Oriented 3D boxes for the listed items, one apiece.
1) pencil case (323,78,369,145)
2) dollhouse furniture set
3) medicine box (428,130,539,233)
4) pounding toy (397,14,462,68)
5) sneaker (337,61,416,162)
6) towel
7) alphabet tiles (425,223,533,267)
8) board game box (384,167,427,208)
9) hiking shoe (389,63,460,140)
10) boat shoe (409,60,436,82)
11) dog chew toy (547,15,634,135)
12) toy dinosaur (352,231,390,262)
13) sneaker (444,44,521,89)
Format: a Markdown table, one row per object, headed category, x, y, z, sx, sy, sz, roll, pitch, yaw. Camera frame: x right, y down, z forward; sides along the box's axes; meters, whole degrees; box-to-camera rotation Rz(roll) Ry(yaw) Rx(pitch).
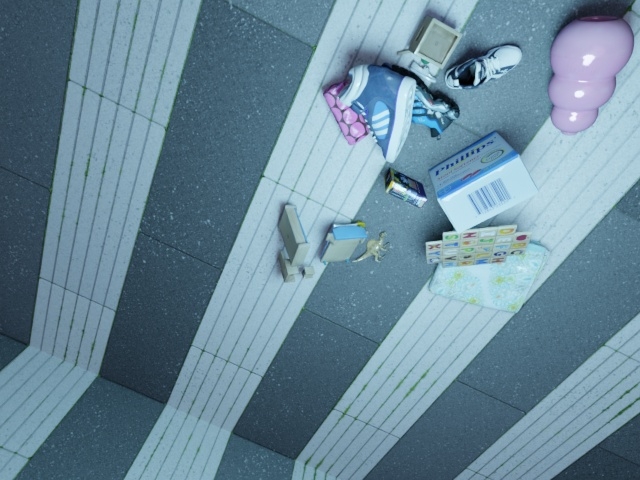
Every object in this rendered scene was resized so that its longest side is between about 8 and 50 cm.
| category | x | y | z | sx | sy | sz | roll | pitch | yaw |
| --- | --- | --- | --- | --- | --- | --- | --- | --- | --- |
| pencil case | 0.095 | -0.440 | 1.424 | 0.098 | 0.095 | 0.209 | -28 | 113 | 6 |
| dollhouse furniture set | 0.000 | 0.000 | 1.677 | 0.303 | 0.198 | 0.286 | -5 | 145 | -23 |
| medicine box | 0.520 | -0.198 | 1.368 | 0.263 | 0.289 | 0.149 | -30 | 111 | 21 |
| pounding toy | 0.339 | -0.616 | 1.302 | 0.130 | 0.100 | 0.141 | 19 | 122 | -18 |
| sneaker | 0.170 | -0.420 | 1.354 | 0.236 | 0.130 | 0.323 | 23 | 148 | 16 |
| towel | 0.654 | 0.116 | 1.624 | 0.374 | 0.090 | 0.321 | 14 | 117 | 1 |
| alphabet tiles | 0.545 | 0.029 | 1.448 | 0.342 | 0.011 | 0.285 | -7 | 151 | 12 |
| board game box | 0.300 | -0.189 | 1.473 | 0.141 | 0.170 | 0.048 | 24 | 116 | -5 |
| hiking shoe | 0.306 | -0.457 | 1.369 | 0.304 | 0.113 | 0.132 | 35 | 128 | -2 |
| boat shoe | 0.342 | -0.555 | 1.357 | 0.100 | 0.035 | 0.035 | 30 | 120 | 0 |
| dog chew toy | 0.786 | -0.481 | 1.242 | 0.206 | 0.207 | 0.332 | 0 | 125 | 8 |
| toy dinosaur | 0.221 | 0.043 | 1.682 | 0.092 | 0.053 | 0.183 | 43 | 108 | 3 |
| sneaker | 0.510 | -0.528 | 1.277 | 0.234 | 0.153 | 0.094 | -10 | 117 | 13 |
